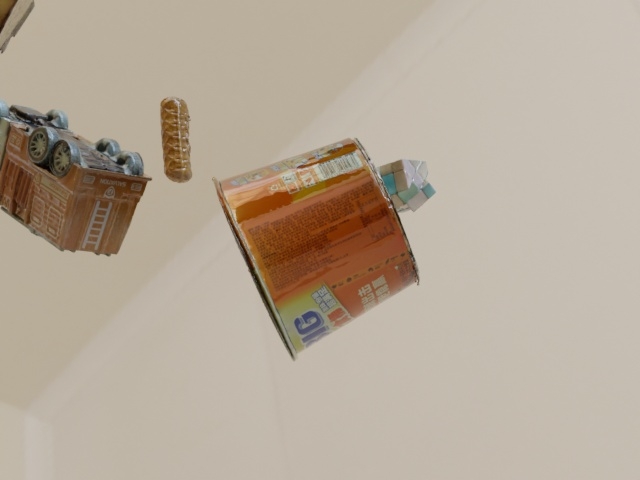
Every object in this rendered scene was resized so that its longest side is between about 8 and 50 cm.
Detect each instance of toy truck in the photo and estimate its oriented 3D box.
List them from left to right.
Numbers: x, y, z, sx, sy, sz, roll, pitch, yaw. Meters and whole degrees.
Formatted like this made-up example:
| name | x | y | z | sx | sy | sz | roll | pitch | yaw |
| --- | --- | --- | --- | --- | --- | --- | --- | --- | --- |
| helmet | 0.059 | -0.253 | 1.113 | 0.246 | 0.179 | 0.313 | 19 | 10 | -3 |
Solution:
| name | x | y | z | sx | sy | sz | roll | pitch | yaw |
| --- | --- | --- | --- | --- | --- | --- | --- | --- | --- |
| toy truck | -0.394 | -0.093 | 1.912 | 0.305 | 0.136 | 0.162 | 29 | -75 | 42 |

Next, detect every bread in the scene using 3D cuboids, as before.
| name | x | y | z | sx | sy | sz | roll | pitch | yaw |
| --- | --- | --- | --- | --- | --- | --- | --- | --- | --- |
| bread | -0.253 | -0.176 | 2.296 | 0.044 | 0.052 | 0.157 | -18 | -107 | 46 |

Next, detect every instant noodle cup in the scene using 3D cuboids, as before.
| name | x | y | z | sx | sy | sz | roll | pitch | yaw |
| --- | --- | --- | --- | --- | --- | --- | --- | --- | --- |
| instant noodle cup | 0.000 | 0.000 | 1.845 | 0.214 | 0.296 | 0.296 | -24 | -141 | -2 |

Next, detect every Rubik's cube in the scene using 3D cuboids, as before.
| name | x | y | z | sx | sy | sz | roll | pitch | yaw |
| --- | --- | --- | --- | --- | --- | --- | --- | --- | --- |
| Rubik's cube | 0.118 | -0.071 | 1.835 | 0.075 | 0.084 | 0.073 | -27 | -112 | 54 |

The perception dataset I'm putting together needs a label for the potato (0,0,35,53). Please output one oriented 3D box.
| name | x | y | z | sx | sy | sz | roll | pitch | yaw |
| --- | --- | --- | --- | --- | --- | --- | --- | --- | --- |
| potato | -0.455 | -0.392 | 1.654 | 0.300 | 0.237 | 0.288 | -55 | -168 | 19 |
